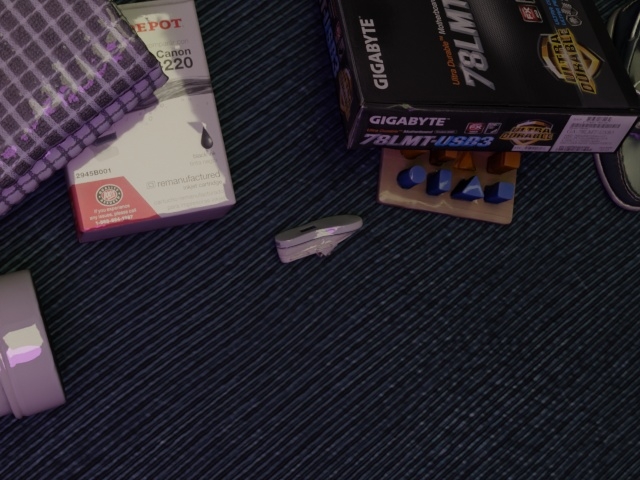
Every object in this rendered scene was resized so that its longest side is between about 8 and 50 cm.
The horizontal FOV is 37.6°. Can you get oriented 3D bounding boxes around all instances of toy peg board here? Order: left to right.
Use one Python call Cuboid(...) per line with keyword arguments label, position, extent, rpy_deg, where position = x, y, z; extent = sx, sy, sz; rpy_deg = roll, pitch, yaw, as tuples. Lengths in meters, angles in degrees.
Cuboid(label="toy peg board", position=(0.156, -0.112, 1.037), extent=(0.161, 0.079, 0.160), rpy_deg=(9, 82, -13))

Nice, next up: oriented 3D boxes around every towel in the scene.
Cuboid(label="towel", position=(-0.310, -0.187, 0.827), extent=(0.235, 0.121, 0.283), rpy_deg=(-40, 87, -1))

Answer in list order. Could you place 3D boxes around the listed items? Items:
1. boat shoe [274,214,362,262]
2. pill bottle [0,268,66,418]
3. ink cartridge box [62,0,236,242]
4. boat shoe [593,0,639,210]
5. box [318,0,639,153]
Cuboid(label="boat shoe", position=(0.000, 0.000, 1.012), extent=(0.100, 0.035, 0.035), rpy_deg=(-18, 116, -19))
Cuboid(label="pill bottle", position=(-0.395, 0.130, 0.819), extent=(0.318, 0.176, 0.176), rpy_deg=(-16, 89, -16))
Cuboid(label="ink cartridge box", position=(-0.185, -0.121, 0.943), extent=(0.158, 0.092, 0.218), rpy_deg=(-12, 85, -15))
Cuboid(label="boat shoe", position=(0.382, -0.164, 1.101), extent=(0.095, 0.079, 0.254), rpy_deg=(10, 82, -14))
Cuboid(label="box", position=(0.151, -0.222, 0.987), extent=(0.293, 0.073, 0.295), rpy_deg=(1, 54, -15))
